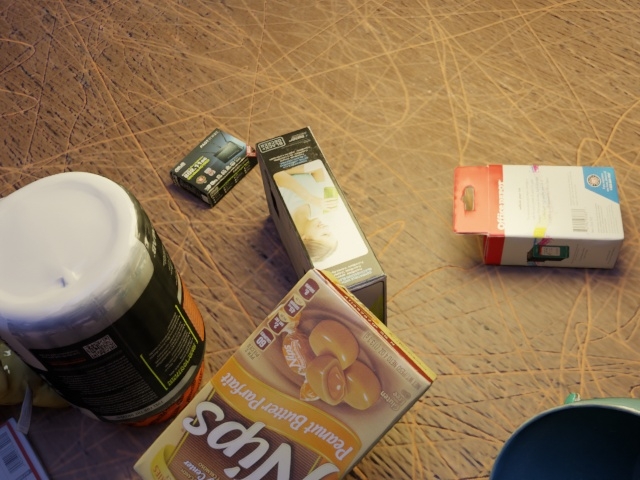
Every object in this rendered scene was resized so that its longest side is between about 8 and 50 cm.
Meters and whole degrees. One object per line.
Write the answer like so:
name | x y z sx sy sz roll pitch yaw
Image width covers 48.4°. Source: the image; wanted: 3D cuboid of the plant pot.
plant pot | 0.345 0.289 0.721 0.195 0.290 0.290 -5 44 -42

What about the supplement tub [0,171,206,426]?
supplement tub | -0.264 0.093 0.877 0.207 0.338 0.207 -4 54 6

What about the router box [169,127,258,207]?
router box | -0.179 -0.125 1.203 0.092 0.038 0.122 30 64 26

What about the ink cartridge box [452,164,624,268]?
ink cartridge box | 0.311 -0.037 1.047 0.231 0.078 0.134 2 55 10

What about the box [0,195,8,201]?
box | -0.443 0.040 1.036 0.181 0.181 0.119 -18 55 -5

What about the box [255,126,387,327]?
box | 0.000 0.000 1.013 0.087 0.169 0.290 -19 53 -8

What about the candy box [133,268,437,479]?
candy box | -0.041 0.208 0.817 0.183 0.087 0.316 44 96 14

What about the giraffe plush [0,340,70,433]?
giraffe plush | -0.441 0.175 0.958 0.170 0.181 0.210 -12 36 14

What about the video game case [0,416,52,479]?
video game case | -0.468 0.386 0.892 0.285 0.025 0.204 -36 58 -17

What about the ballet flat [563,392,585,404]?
ballet flat | 0.303 0.243 0.878 0.041 0.041 0.114 27 64 24
